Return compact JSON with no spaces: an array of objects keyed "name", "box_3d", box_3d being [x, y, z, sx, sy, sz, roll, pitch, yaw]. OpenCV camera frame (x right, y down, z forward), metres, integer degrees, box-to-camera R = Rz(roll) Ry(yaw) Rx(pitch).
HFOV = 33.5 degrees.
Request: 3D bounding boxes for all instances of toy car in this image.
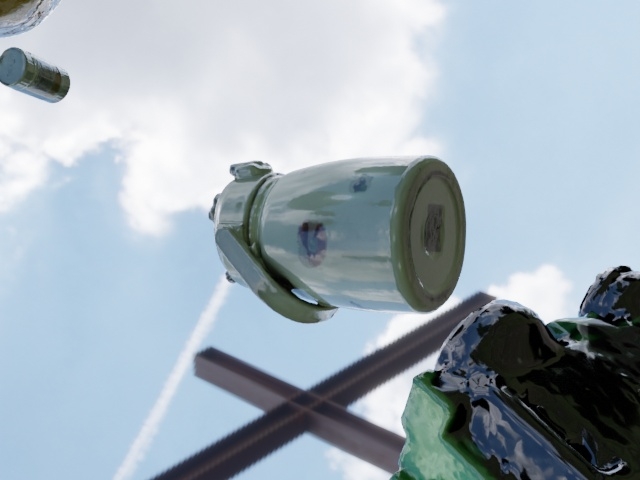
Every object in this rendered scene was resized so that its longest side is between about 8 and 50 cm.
[{"name":"toy car","box_3d":[0.196,0.154,0.744,0.358,0.213,0.177,-11,-49,-42]}]

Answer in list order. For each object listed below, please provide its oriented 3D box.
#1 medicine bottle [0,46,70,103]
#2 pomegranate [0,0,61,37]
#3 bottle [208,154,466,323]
[{"name":"medicine bottle","box_3d":[-0.331,-0.189,1.227,0.083,0.047,0.047,17,-89,-66]},{"name":"pomegranate","box_3d":[-0.422,-0.383,1.322,0.260,0.260,0.261,-21,-62,-44]},{"name":"bottle","box_3d":[0.000,0.000,1.440,0.229,0.351,0.229,0,-90,-60]}]
